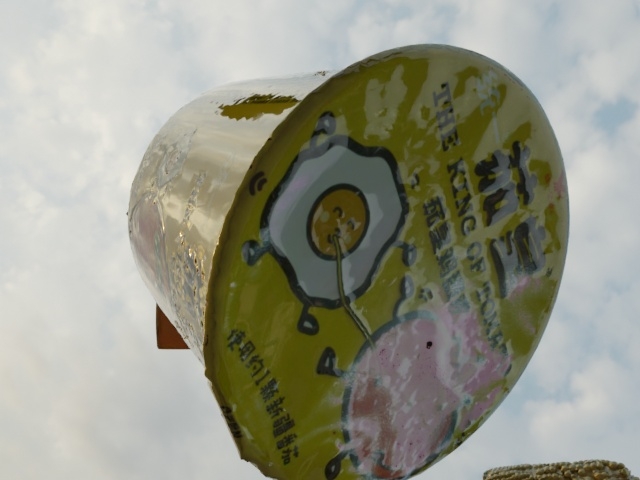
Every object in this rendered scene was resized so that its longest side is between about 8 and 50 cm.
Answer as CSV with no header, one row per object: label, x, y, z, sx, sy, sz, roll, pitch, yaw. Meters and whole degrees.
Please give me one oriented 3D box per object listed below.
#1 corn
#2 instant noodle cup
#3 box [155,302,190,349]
corn,0.455,0.462,1.333,0.288,0.086,0.086,-9,-71,22
instant noodle cup,0.000,0.000,0.577,0.254,0.326,0.325,25,-52,52
box,-0.100,0.110,1.031,0.274,0.221,0.091,2,-93,-12
